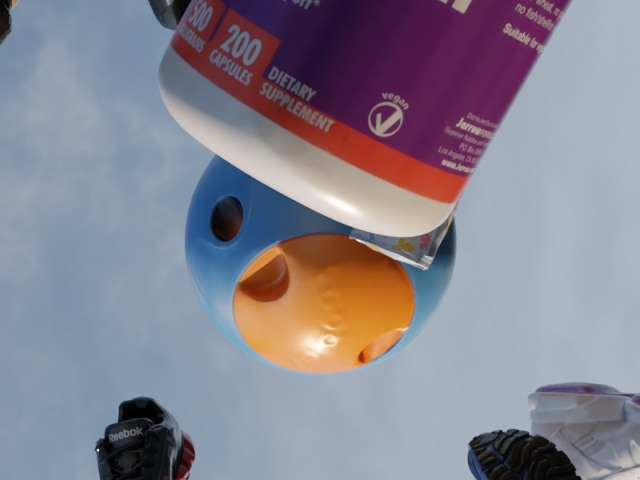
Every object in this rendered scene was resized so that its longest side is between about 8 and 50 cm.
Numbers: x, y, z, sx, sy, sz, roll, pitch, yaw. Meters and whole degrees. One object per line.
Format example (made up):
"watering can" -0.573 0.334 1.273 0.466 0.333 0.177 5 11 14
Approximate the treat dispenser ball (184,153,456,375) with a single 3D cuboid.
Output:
"treat dispenser ball" 0.000 0.000 1.522 0.288 0.288 0.288 12 -105 -56

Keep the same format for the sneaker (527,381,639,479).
"sneaker" 0.309 0.219 1.390 0.114 0.305 0.152 6 -95 -23

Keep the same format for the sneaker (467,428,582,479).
"sneaker" 0.197 0.254 1.214 0.083 0.221 0.087 -20 -32 -34

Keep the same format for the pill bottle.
"pill bottle" 0.058 -0.175 0.761 0.181 0.181 0.323 11 -69 -56

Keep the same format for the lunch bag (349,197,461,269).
"lunch bag" 0.073 -0.017 1.115 0.053 0.083 0.071 24 -93 -33

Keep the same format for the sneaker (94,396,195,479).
"sneaker" -0.216 0.288 1.677 0.276 0.098 0.135 -85 -22 -56

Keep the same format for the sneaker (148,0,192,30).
"sneaker" -0.236 -0.362 1.624 0.106 0.163 0.281 -14 -88 -72

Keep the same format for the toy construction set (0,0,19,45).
"toy construction set" -0.321 -0.227 0.903 0.257 0.237 0.308 22 -108 -30
